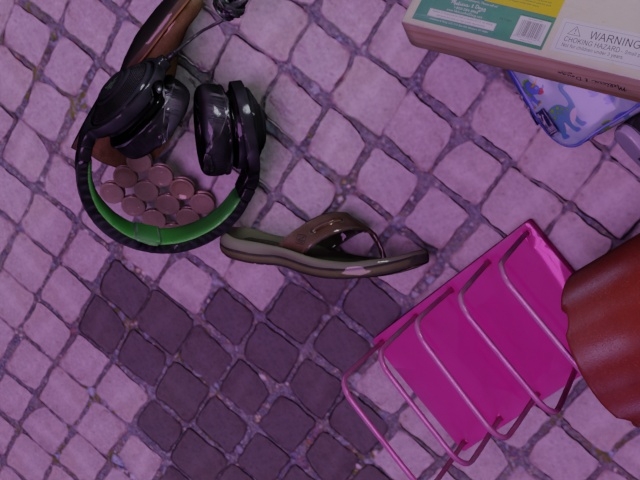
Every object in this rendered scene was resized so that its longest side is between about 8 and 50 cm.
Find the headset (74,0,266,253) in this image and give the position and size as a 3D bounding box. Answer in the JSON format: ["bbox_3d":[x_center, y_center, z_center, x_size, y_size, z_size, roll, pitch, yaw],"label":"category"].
[{"bbox_3d":[-0.175,-0.153,1.367,0.243,0.185,0.394,13,112,-20],"label":"headset"}]

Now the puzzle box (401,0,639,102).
[{"bbox_3d":[0.321,-0.285,1.107,0.409,0.052,0.272,20,76,26],"label":"puzzle box"}]

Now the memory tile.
[{"bbox_3d":[-0.238,-0.064,1.533,0.148,0.012,0.113,34,124,-18],"label":"memory tile"}]

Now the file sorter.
[{"bbox_3d":[0.203,0.155,1.338,0.290,0.182,0.202,-41,87,29],"label":"file sorter"}]

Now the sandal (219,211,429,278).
[{"bbox_3d":[-0.002,0.000,1.425,0.302,0.120,0.086,9,96,22],"label":"sandal"}]

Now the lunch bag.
[{"bbox_3d":[0.327,-0.225,1.215,0.219,0.090,0.176,-30,88,28],"label":"lunch bag"}]

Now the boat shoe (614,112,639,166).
[{"bbox_3d":[0.409,-0.091,1.245,0.040,0.049,0.142,-42,93,-10],"label":"boat shoe"}]

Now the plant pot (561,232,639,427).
[{"bbox_3d":[0.435,0.074,1.177,0.265,0.272,0.272,-30,92,37],"label":"plant pot"}]

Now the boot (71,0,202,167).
[{"bbox_3d":[-0.231,-0.226,1.480,0.115,0.112,0.305,30,118,-15],"label":"boot"}]
